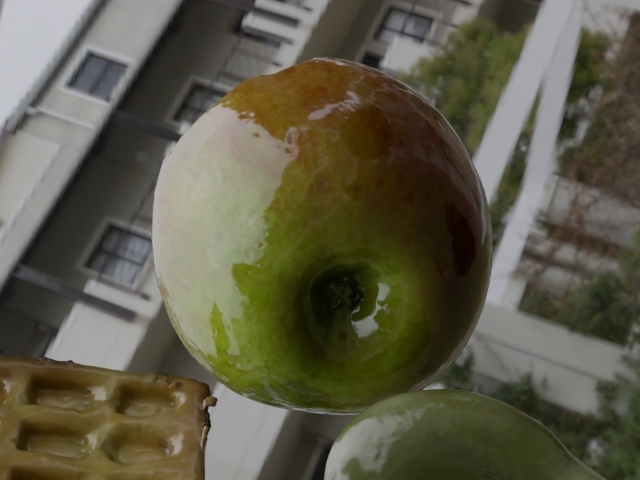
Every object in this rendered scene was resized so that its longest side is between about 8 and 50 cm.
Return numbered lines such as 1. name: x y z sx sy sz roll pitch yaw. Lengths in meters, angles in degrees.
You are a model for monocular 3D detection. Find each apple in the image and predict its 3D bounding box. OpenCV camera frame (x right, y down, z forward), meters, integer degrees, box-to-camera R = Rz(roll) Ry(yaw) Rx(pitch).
1. apple: 0.000 0.000 1.094 0.339 0.339 0.340 19 -90 -76

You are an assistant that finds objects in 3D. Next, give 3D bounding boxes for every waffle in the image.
1. waffle: -0.231 0.166 0.727 0.224 0.327 0.098 -97 17 -55

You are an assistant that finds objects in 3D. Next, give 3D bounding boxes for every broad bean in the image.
1. broad bean: 0.129 0.223 0.913 0.121 0.263 0.189 -6 -61 -79
